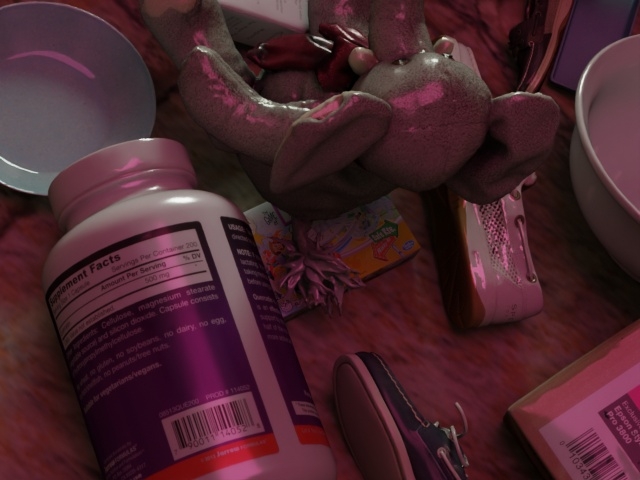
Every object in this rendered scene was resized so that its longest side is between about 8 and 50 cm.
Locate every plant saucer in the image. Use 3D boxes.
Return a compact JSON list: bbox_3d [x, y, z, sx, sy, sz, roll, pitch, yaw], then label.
[{"bbox_3d":[0.280,-0.221,1.898,0.067,0.018,0.192,23,63,-6],"label":"plant saucer"},{"bbox_3d":[-0.245,-0.121,1.688,0.195,0.037,0.195,6,65,-14],"label":"plant saucer"}]

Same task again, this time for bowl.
[{"bbox_3d":[0.347,-0.042,1.754,0.297,0.134,0.298,12,49,-15],"label":"bowl"}]

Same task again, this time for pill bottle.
[{"bbox_3d":[-0.118,0.087,1.551,0.181,0.181,0.323,-13,70,-21],"label":"pill bottle"}]

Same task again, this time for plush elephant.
[{"bbox_3d":[0.038,-0.122,1.592,0.272,0.255,0.330,-1,74,-40],"label":"plush elephant"}]

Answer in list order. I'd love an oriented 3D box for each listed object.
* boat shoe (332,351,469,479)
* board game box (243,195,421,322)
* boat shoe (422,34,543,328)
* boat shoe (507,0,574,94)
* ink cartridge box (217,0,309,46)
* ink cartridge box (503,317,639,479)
[{"bbox_3d":[0.095,0.202,1.610,0.079,0.095,0.254,-25,77,-23],"label":"boat shoe"},{"bbox_3d":[0.000,0.000,1.711,0.154,0.026,0.103,-26,76,-25],"label":"board game box"},{"bbox_3d":[0.150,-0.055,1.745,0.096,0.098,0.277,-3,77,-18],"label":"boat shoe"},{"bbox_3d":[0.206,-0.193,1.847,0.049,0.056,0.152,22,53,0],"label":"boat shoe"},{"bbox_3d":[-0.039,-0.312,1.818,0.239,0.060,0.275,13,64,-37],"label":"ink cartridge box"},{"bbox_3d":[0.302,0.194,1.646,0.193,0.088,0.235,-34,78,-4],"label":"ink cartridge box"}]
